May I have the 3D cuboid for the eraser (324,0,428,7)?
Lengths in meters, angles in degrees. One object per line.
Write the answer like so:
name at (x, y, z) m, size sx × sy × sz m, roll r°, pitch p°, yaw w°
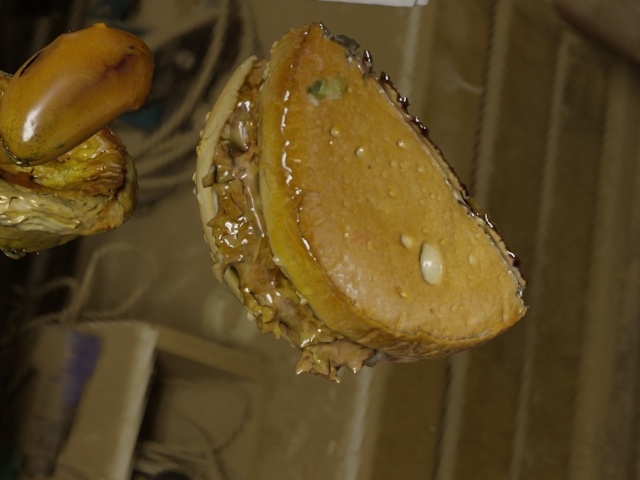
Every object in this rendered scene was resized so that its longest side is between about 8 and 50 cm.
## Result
eraser at (-0.045, -0.253, 1.184) m, size 0.081 × 0.279 × 0.124 m, roll -115°, pitch 32°, yaw -54°

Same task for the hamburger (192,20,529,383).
hamburger at (0.000, 0.000, 1.807) m, size 0.287 × 0.445 × 0.268 m, roll -46°, pitch 19°, yaw -32°

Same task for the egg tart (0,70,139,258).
egg tart at (-0.333, -0.073, 1.611) m, size 0.290 × 0.290 × 0.115 m, roll 53°, pitch 126°, yaw 44°

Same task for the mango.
mango at (-0.164, -0.096, 1.014) m, size 0.077 × 0.063 × 0.127 m, roll 15°, pitch 51°, yaw 46°
